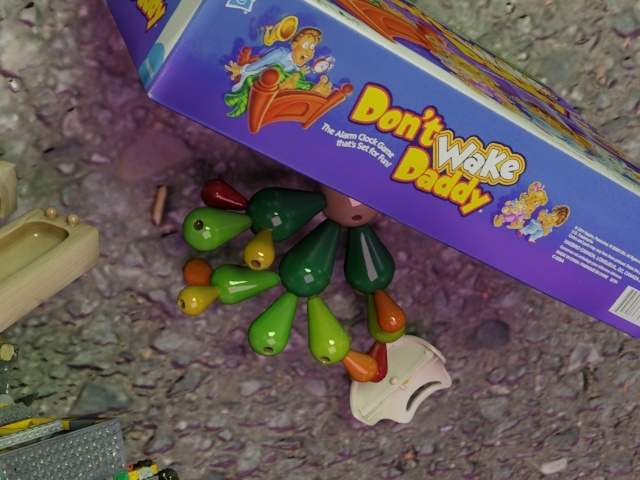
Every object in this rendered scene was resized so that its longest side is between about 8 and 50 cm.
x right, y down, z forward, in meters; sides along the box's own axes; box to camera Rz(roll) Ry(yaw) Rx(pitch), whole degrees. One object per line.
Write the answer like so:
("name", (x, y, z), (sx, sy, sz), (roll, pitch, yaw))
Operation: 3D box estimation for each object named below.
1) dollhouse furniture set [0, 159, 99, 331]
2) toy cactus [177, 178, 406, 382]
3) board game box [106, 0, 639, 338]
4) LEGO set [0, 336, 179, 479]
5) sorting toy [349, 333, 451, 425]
("dollhouse furniture set", (-0.232, -0.032, 0.697), (0.151, 0.144, 0.123), (18, 122, 21))
("toy cactus", (0.000, 0.000, 0.852), (0.219, 0.112, 0.180), (30, 88, -30))
("board game box", (0.042, -0.089, 0.714), (0.347, 0.233, 0.078), (24, 110, -31))
("LEGO set", (-0.264, 0.221, 0.749), (0.331, 0.192, 0.254), (-22, 102, -49))
("sorting toy", (0.069, 0.116, 0.972), (0.083, 0.045, 0.075), (-42, 132, 7))
